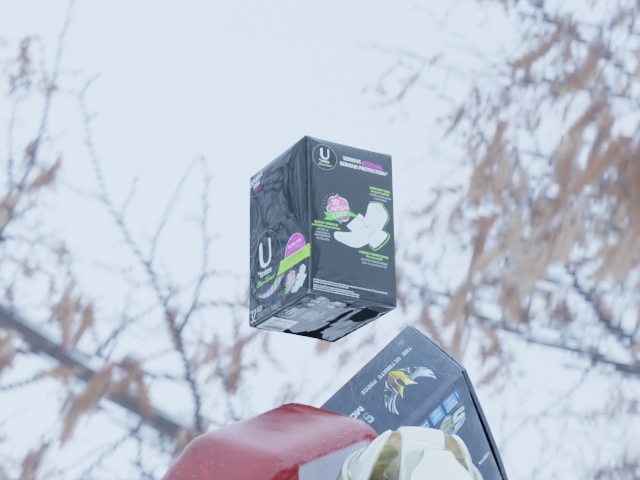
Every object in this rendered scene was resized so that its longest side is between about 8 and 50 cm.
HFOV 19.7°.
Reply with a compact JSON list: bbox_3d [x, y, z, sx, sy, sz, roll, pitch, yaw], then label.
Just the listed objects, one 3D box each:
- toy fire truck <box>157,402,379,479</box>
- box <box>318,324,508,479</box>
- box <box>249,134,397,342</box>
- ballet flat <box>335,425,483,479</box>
[{"bbox_3d":[-0.042,0.220,0.650,0.169,0.254,0.302,11,-79,25],"label":"toy fire truck"},{"bbox_3d":[0.014,0.189,1.205,0.059,0.233,0.183,40,-16,33],"label":"box"},{"bbox_3d":[0.000,0.000,0.919,0.052,0.083,0.062,12,-25,-29],"label":"box"},{"bbox_3d":[0.035,0.085,0.571,0.057,0.168,0.052,3,-78,-7],"label":"ballet flat"}]
